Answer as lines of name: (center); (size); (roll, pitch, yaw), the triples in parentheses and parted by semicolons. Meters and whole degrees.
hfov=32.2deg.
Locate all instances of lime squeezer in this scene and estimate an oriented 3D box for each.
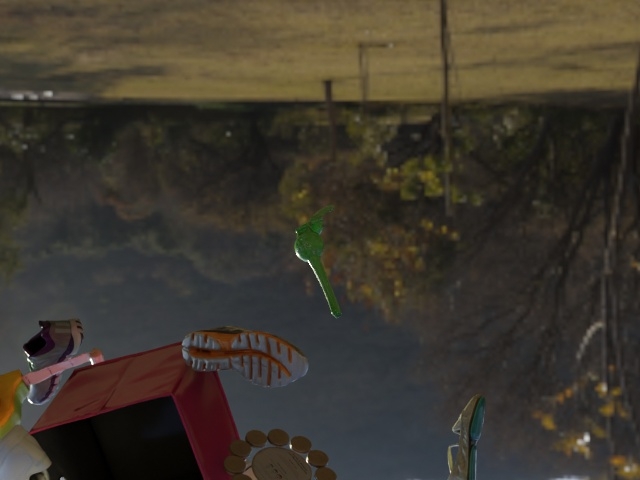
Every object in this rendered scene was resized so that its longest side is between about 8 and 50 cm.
lime squeezer: (0.000, 0.000, 2.082); (0.110, 0.310, 0.059); (29, 123, -24)

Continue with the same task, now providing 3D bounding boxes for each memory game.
memory game: (-0.064, 0.366, 1.763); (0.186, 0.012, 0.186); (11, -148, -7)

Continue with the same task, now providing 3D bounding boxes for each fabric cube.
fabric cube: (-0.293, 0.342, 1.833); (0.259, 0.254, 0.258); (-16, -165, 8)

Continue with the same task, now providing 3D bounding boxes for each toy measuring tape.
toy measuring tape: (-0.547, 0.299, 2.029); (0.330, 0.121, 0.121); (-18, -178, -8)

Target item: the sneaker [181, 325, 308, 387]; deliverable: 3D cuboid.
sneaker: (-0.110, 0.171, 1.733); (0.214, 0.084, 0.083); (9, -167, 27)

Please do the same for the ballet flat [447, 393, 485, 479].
ballet flat: (0.250, 0.349, 1.941); (0.052, 0.168, 0.057); (3, 165, 28)

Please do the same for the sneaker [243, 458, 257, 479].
sneaker: (-0.197, 0.552, 2.196); (0.091, 0.258, 0.094); (41, -162, 20)

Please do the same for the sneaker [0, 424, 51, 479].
sneaker: (-0.452, 0.364, 1.673); (0.094, 0.080, 0.212); (35, 141, 4)

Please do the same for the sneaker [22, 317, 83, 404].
sneaker: (-0.546, 0.229, 2.156); (0.098, 0.224, 0.083); (11, -145, -36)
